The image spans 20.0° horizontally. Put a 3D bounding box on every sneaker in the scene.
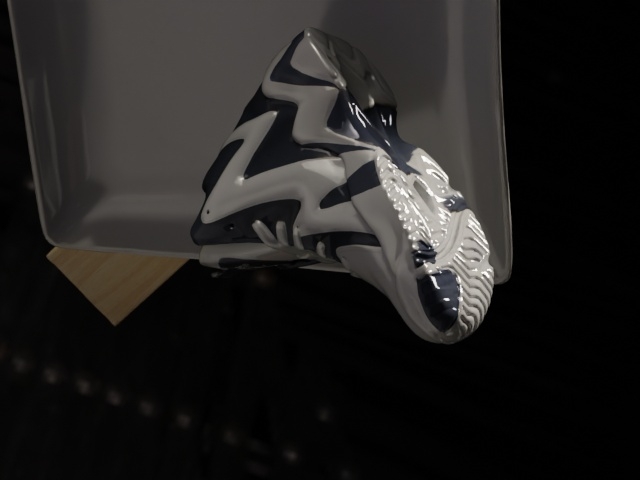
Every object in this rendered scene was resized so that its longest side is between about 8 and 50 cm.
[{"bbox_3d":[0.000,0.000,1.092,0.153,0.094,0.235,-45,-122,24],"label":"sneaker"}]

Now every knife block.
[{"bbox_3d":[-0.084,-0.069,1.510,0.276,0.088,0.242,-47,-174,-24],"label":"knife block"}]

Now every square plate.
[{"bbox_3d":[-0.043,-0.142,1.190,0.049,0.344,0.347,-59,149,-57],"label":"square plate"}]
